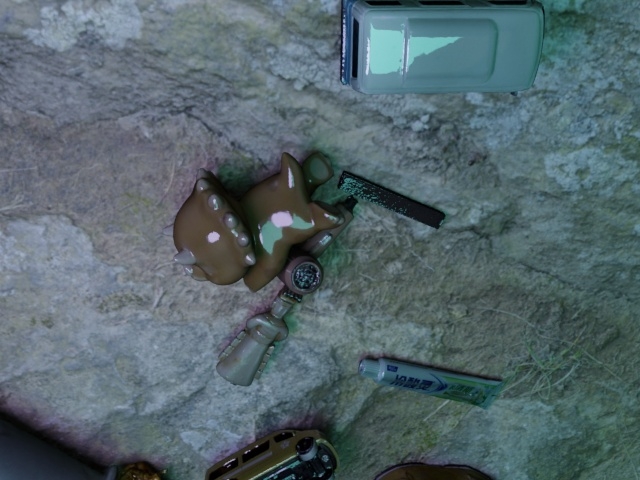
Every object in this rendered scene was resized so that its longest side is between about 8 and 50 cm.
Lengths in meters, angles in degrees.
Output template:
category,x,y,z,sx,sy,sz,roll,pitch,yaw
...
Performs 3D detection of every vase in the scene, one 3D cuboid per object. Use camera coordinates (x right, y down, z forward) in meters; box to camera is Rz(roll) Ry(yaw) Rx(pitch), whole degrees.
category,x,y,z,sx,sy,sz,roll,pitch,yaw
vase,-0.548,0.437,1.056,0.291,0.245,0.245,38,107,-12

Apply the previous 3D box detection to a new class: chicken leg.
category,x,y,z,sx,sy,sz,roll,pitch,yaw
chicken leg,-0.315,0.502,1.178,0.101,0.085,0.207,-31,125,23

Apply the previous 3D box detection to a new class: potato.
category,x,y,z,sx,sy,sz,roll,pitch,yaw
potato,0.252,0.605,1.229,0.299,0.196,0.247,9,116,-12

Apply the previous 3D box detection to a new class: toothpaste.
category,x,y,z,sx,sy,sz,roll,pitch,yaw
toothpaste,0.212,0.270,1.145,0.296,0.048,0.075,16,114,-16

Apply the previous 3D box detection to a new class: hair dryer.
category,x,y,z,sx,sy,sz,roll,pitch,yaw
hair dryer,0.000,0.000,0.968,0.064,0.117,0.182,41,86,-20

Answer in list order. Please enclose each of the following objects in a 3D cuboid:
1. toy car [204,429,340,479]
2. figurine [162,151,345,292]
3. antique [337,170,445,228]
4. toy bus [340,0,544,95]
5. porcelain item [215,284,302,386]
category,x,y,z,sx,sy,sz,roll,pitch,yaw
toy car,-0.093,0.439,1.152,0.256,0.124,0.101,-28,116,-3
figurine,-0.113,-0.041,0.886,0.247,0.177,0.173,-32,134,22
antique,0.117,-0.065,0.987,0.192,0.015,0.031,21,113,-15
toy bus,0.169,-0.264,0.813,0.271,0.165,0.133,-2,116,-5
porcelain item,-0.102,0.160,1.050,0.084,0.054,0.213,27,111,-20
